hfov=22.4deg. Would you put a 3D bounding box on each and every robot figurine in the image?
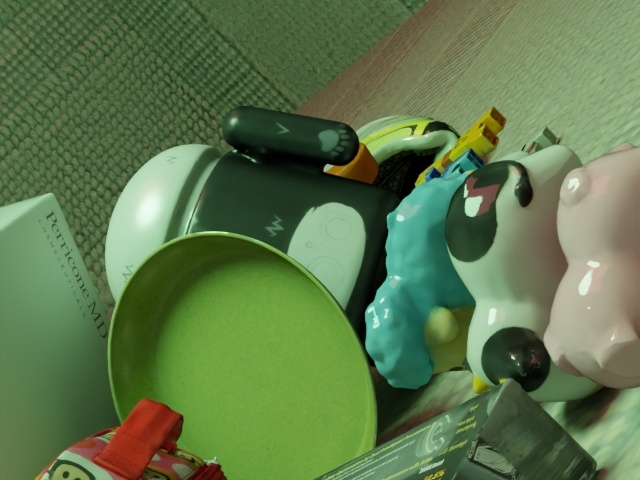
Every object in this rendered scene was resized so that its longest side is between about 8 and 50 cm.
[{"bbox_3d":[-0.034,0.021,1.306,0.173,0.278,0.209,79,-153,-67],"label":"robot figurine"}]

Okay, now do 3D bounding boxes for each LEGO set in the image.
[{"bbox_3d":[0.132,-0.045,1.449,0.093,0.087,0.227,-39,10,33],"label":"LEGO set"}]

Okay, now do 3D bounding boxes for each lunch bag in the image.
[{"bbox_3d":[-0.158,0.225,1.083,0.258,0.120,0.293,-62,-4,2],"label":"lunch bag"}]

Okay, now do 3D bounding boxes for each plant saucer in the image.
[{"bbox_3d":[-0.053,0.107,1.197,0.241,0.241,0.037,-40,-10,35],"label":"plant saucer"}]

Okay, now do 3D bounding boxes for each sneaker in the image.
[{"bbox_3d":[0.000,0.000,1.679,0.384,0.145,0.147,-50,10,-18],"label":"sneaker"}]

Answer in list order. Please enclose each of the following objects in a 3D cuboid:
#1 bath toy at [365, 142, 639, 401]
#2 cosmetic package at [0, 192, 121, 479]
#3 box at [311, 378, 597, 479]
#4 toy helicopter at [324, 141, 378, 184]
[{"bbox_3d":[0.152,0.023,0.888,0.129,0.151,0.348,-36,11,-27],"label":"bath toy"},{"bbox_3d":[-0.301,0.131,1.236,0.156,0.217,0.385,-16,16,22],"label":"cosmetic package"},{"bbox_3d":[-0.010,0.227,0.904,0.307,0.076,0.242,-36,13,47],"label":"box"},{"bbox_3d":[-0.070,0.069,1.491,0.235,0.140,0.355,-13,29,44],"label":"toy helicopter"}]
